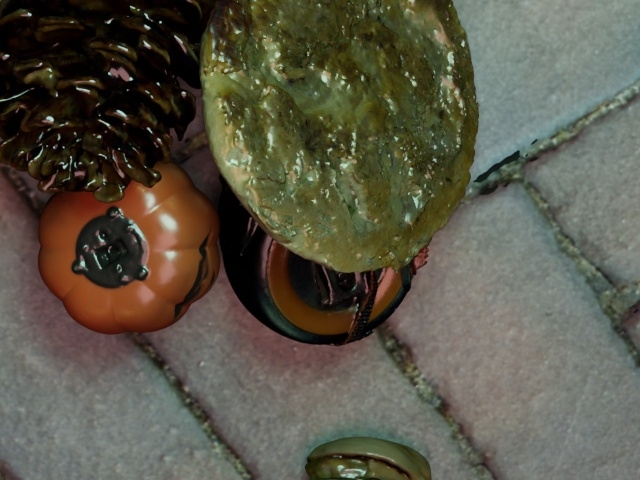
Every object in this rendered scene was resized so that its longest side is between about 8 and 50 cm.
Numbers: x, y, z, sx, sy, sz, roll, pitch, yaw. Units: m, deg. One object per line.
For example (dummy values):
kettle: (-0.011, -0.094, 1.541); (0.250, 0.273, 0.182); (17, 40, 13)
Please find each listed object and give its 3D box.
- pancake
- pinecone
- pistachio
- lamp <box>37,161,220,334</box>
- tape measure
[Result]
pancake: (0.026, -0.131, 1.641); (0.356, 0.065, 0.356); (11, 73, -38)
pinecone: (-0.213, -0.164, 1.598); (0.224, 0.272, 0.224); (12, 142, 10)
pistachio: (0.054, 0.272, 1.889); (0.149, 0.113, 0.113); (16, 109, 2)
lamp: (-0.191, 0.003, 1.713); (0.188, 0.164, 0.187); (1, 93, 10)
tape measure: (0.000, 0.000, 1.747); (0.202, 0.135, 0.223); (-24, 111, -14)
